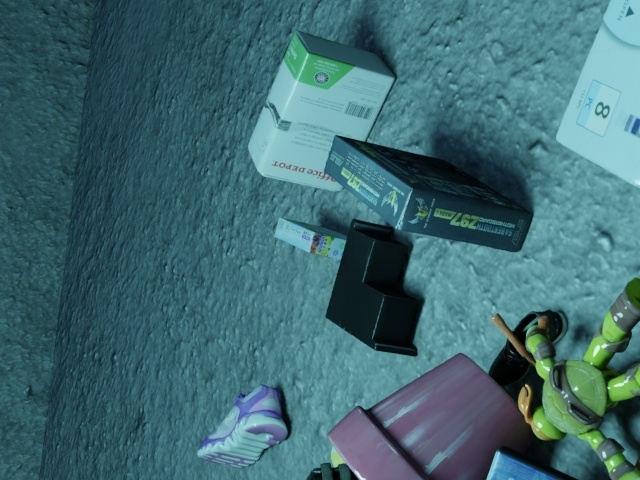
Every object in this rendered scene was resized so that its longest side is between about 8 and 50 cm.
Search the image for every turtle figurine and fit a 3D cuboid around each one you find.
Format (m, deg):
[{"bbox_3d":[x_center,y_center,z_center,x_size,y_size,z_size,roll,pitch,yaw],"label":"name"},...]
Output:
[{"bbox_3d":[0.273,0.139,1.049,0.217,0.087,0.269,-54,46,36],"label":"turtle figurine"}]

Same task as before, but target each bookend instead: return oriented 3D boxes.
[{"bbox_3d":[0.090,0.065,1.464,0.156,0.072,0.157,26,103,61],"label":"bookend"}]

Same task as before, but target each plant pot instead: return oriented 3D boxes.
[{"bbox_3d":[0.138,0.234,1.159,0.180,0.201,0.201,-43,30,-4],"label":"plant pot"}]

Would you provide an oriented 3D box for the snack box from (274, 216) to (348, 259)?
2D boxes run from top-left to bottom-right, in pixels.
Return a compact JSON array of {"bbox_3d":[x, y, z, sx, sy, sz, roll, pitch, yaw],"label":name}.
[{"bbox_3d":[0.000,0.000,1.626,0.141,0.100,0.037,25,102,63],"label":"snack box"}]

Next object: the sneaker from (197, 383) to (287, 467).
[{"bbox_3d":[-0.135,0.324,1.789,0.236,0.095,0.104,-40,40,44],"label":"sneaker"}]

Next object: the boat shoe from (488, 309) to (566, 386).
[{"bbox_3d":[0.235,0.127,1.203,0.133,0.042,0.049,-55,39,41],"label":"boat shoe"}]

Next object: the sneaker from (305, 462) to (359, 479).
[{"bbox_3d":[0.079,0.319,1.315,0.296,0.147,0.104,-47,39,44],"label":"sneaker"}]

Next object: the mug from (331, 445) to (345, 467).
[{"bbox_3d":[0.059,0.310,1.453,0.064,0.062,0.078,-37,48,41],"label":"mug"}]

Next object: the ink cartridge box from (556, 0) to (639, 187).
[{"bbox_3d":[0.404,-0.167,0.933,0.385,0.091,0.308,48,123,58],"label":"ink cartridge box"}]

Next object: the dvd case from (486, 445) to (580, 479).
[{"bbox_3d":[0.226,0.361,1.044,0.180,0.022,0.253,22,102,23],"label":"dvd case"}]

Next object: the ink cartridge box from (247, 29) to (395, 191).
[{"bbox_3d":[-0.003,-0.204,1.641,0.219,0.160,0.092,-64,30,27],"label":"ink cartridge box"}]

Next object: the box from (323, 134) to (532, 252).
[{"bbox_3d":[0.132,-0.063,1.311,0.232,0.183,0.059,42,117,58],"label":"box"}]
